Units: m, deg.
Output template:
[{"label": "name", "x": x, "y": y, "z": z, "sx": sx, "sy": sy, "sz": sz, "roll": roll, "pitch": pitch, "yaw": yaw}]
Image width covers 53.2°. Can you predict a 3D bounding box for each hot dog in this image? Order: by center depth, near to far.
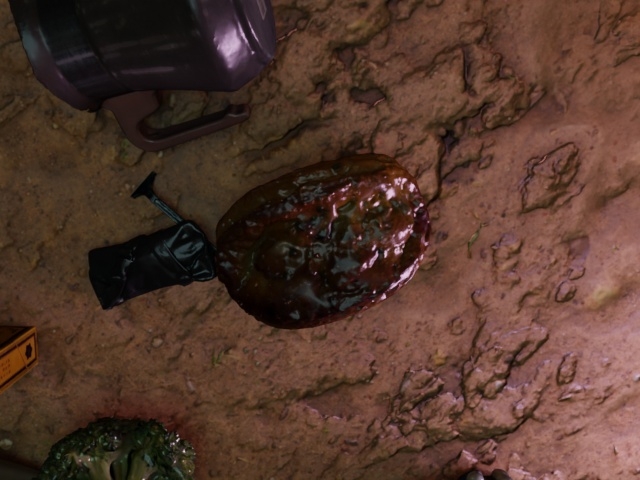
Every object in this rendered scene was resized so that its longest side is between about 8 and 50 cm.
[{"label": "hot dog", "x": 0.000, "y": 0.000, "z": 1.107, "sx": 0.387, "sy": 0.174, "sz": 0.267, "roll": -21, "pitch": 101, "yaw": 3}]

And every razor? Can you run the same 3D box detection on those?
[{"label": "razor", "x": -0.262, "y": -0.038, "z": 1.175, "sx": 0.190, "sy": 0.033, "sz": 0.066, "roll": 44, "pitch": 98, "yaw": -7}]

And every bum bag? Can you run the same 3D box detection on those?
[{"label": "bum bag", "x": -0.315, "y": 0.047, "z": 1.176, "sx": 0.248, "sy": 0.060, "sz": 0.123, "roll": -19, "pitch": 105, "yaw": 6}]

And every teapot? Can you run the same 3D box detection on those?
[{"label": "teapot", "x": -0.263, "y": -0.329, "z": 1.022, "sx": 0.361, "sy": 0.306, "sz": 0.376, "roll": -13, "pitch": 129, "yaw": 11}]

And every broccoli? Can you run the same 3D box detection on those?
[{"label": "broccoli", "x": -0.368, "y": 0.453, "z": 1.174, "sx": 0.288, "sy": 0.235, "sz": 0.260, "roll": -34, "pitch": 73, "yaw": 10}]

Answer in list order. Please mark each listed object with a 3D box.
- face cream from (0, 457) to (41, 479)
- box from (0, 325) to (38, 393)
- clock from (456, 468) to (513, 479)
[{"label": "face cream", "x": -0.600, "y": 0.491, "z": 1.254, "sx": 0.341, "sy": 0.084, "sz": 0.137, "roll": 26, "pitch": 90, "yaw": -11}, {"label": "box", "x": -0.641, "y": 0.225, "z": 1.088, "sx": 0.192, "sy": 0.301, "sz": 0.084, "roll": 2, "pitch": 100, "yaw": 0}, {"label": "clock", "x": 0.262, "y": 0.541, "z": 1.216, "sx": 0.243, "sy": 0.146, "sz": 0.200, "roll": -19, "pitch": 94, "yaw": 0}]
